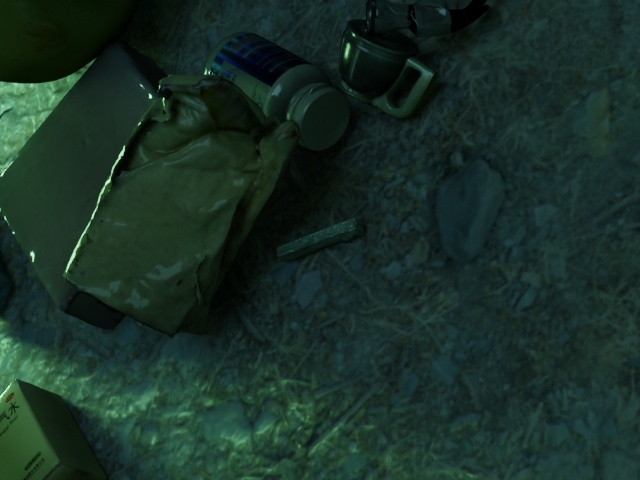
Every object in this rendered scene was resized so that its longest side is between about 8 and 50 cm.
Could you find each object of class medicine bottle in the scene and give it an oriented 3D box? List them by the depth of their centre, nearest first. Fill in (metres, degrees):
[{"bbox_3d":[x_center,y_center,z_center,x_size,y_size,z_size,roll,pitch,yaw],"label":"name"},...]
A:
[{"bbox_3d":[-0.053,-0.184,1.959,0.191,0.107,0.107,34,93,42],"label":"medicine bottle"}]

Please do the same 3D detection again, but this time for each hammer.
[{"bbox_3d":[0.115,-0.423,1.941,0.152,0.044,0.427,-4,58,-2],"label":"hammer"}]

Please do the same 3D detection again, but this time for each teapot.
[{"bbox_3d":[0.069,-0.203,1.889,0.124,0.092,0.091,54,130,48],"label":"teapot"}]

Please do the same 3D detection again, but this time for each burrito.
[{"bbox_3d":[-0.156,-0.052,1.897,0.190,0.135,0.332,32,111,5],"label":"burrito"}]

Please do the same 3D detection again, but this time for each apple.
[{"bbox_3d":[-0.407,-0.383,2.169,0.357,0.357,0.357,-16,62,32],"label":"apple"}]

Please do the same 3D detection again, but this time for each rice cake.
[{"bbox_3d":[0.000,0.000,1.896,0.121,0.022,0.022,-21,60,29],"label":"rice cake"}]

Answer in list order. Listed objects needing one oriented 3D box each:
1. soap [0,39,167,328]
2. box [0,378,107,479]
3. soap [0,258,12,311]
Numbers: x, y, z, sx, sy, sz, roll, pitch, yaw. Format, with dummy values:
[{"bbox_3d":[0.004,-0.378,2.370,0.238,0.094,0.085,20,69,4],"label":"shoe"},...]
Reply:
[{"bbox_3d":[-0.283,-0.080,2.096,0.296,0.107,0.285,-47,51,11],"label":"soap"},{"bbox_3d":[-0.401,0.314,2.029,0.212,0.095,0.168,-49,47,11],"label":"box"},{"bbox_3d":[-0.546,-0.014,2.240,0.077,0.156,0.293,-45,51,16],"label":"soap"}]
